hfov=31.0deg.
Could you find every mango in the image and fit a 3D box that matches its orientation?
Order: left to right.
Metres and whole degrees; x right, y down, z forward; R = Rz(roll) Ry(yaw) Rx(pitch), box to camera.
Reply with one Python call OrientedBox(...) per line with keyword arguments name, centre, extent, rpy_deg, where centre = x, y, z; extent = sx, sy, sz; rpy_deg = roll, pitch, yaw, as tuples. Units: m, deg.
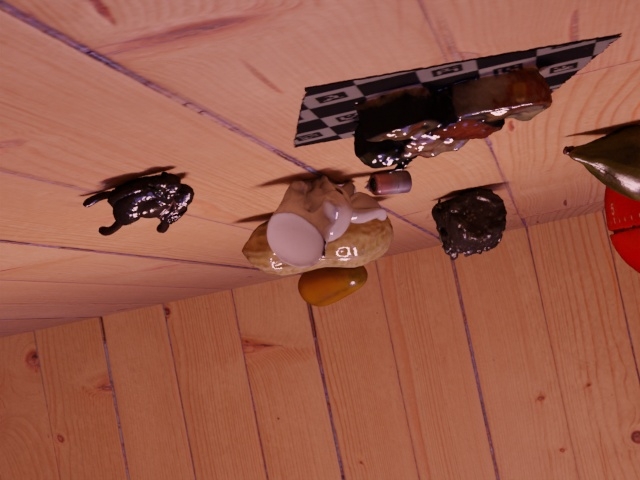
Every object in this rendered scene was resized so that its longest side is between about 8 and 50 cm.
OrientedBox(name="mango", centre=(0.027, 0.076, 2.248), extent=(0.102, 0.085, 0.184), rpy_deg=(-19, 176, -38))

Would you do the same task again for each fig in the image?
OrientedBox(name="fig", centre=(0.496, -0.142, 1.865), extent=(0.185, 0.127, 0.133), rpy_deg=(33, -166, -22))

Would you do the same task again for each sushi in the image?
OrientedBox(name="sushi", centre=(0.141, -0.132, 1.324), extent=(0.339, 0.069, 0.320), rpy_deg=(-11, 175, -7))

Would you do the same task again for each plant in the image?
OrientedBox(name="plant", centre=(0.304, -0.036, 2.387), extent=(0.131, 0.142, 0.203), rpy_deg=(-20, 167, -8))

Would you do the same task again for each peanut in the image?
OrientedBox(name="peanut", centre=(0.000, 0.000, 2.139), extent=(0.298, 0.120, 0.136), rpy_deg=(-10, 179, -17))

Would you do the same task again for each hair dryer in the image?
OrientedBox(name="hair dryer", centre=(0.095, -0.091, 1.884), extent=(0.063, 0.037, 0.114), rpy_deg=(-7, -179, -25))

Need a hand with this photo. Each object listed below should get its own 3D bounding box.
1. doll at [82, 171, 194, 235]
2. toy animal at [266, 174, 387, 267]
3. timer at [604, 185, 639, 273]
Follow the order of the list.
OrientedBox(name="doll", centre=(-0.223, -0.053, 1.504), extent=(0.139, 0.057, 0.165), rpy_deg=(-3, 165, -42))
OrientedBox(name="toy animal", centre=(0.019, -0.059, 1.789), extent=(0.103, 0.131, 0.221), rpy_deg=(16, -145, 28))
OrientedBox(name="timer", centre=(0.725, -0.065, 2.152), extent=(0.378, 0.279, 0.378), rpy_deg=(-14, 176, -1))
